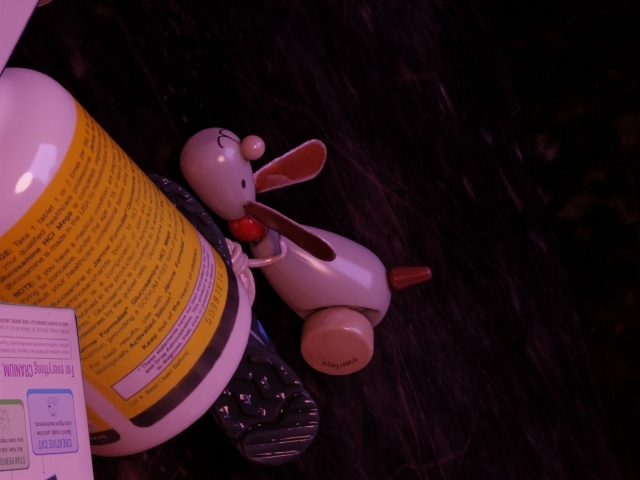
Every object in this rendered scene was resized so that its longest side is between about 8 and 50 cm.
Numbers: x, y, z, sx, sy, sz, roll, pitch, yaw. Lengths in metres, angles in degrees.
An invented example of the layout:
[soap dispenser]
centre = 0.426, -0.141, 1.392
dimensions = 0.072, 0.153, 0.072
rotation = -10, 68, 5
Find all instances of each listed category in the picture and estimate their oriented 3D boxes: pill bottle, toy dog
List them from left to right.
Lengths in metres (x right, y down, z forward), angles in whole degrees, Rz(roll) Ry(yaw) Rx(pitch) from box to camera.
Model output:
[pill bottle]
centre = -0.213, -0.003, 1.140
dimensions = 0.334, 0.188, 0.188
rotation = 50, 25, -36
[toy dog]
centre = 0.000, 0.000, 1.703
dimensions = 0.334, 0.161, 0.220
rotation = 38, 33, -51

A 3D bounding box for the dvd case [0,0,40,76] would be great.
[dvd case]
centre = -0.272, -0.164, 0.980
dimensions = 0.179, 0.029, 0.238
rotation = 37, 46, -24

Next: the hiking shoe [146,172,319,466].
[hiking shoe]
centre = -0.113, 0.082, 1.458
dimensions = 0.304, 0.113, 0.132
rotation = 61, -11, 7

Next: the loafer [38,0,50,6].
[loafer]
centre = -0.272, -0.269, 1.435
dimensions = 0.319, 0.112, 0.111
rotation = -24, 94, -62

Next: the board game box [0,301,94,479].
[board game box]
centre = -0.189, 0.185, 0.735
dimensions = 0.242, 0.064, 0.316
rotation = 13, 67, -65
